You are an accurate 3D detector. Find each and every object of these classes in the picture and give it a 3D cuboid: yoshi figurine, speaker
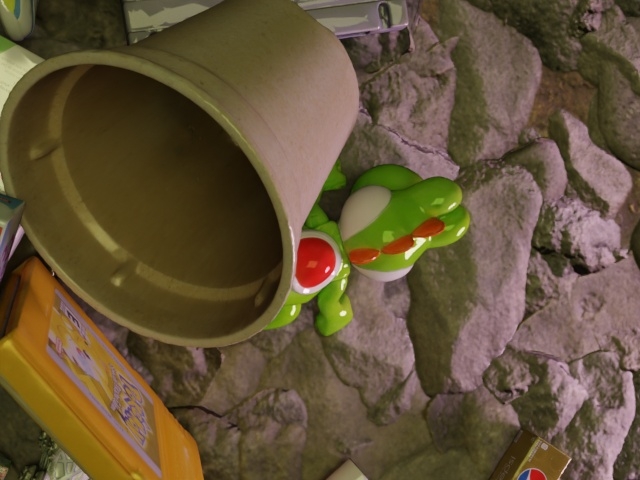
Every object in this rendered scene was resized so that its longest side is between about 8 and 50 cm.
[{"bbox_3d":[0.002,0.003,1.252,0.362,0.204,0.203,-17,56,3],"label":"yoshi figurine"},{"bbox_3d":[0.005,0.349,1.303,0.136,0.055,0.055,-41,100,-8],"label":"speaker"}]

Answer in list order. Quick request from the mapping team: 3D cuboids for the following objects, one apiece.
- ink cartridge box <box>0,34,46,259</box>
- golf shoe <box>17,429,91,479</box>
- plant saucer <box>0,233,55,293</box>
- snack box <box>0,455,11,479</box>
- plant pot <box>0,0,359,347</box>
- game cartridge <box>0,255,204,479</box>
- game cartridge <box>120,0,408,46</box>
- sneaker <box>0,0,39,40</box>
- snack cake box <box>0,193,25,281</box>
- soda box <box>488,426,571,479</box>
[{"bbox_3d":[-0.423,-0.060,1.114,0.207,0.119,0.354,29,86,-14],"label":"ink cartridge box"},{"bbox_3d":[-0.308,0.267,1.236,0.086,0.069,0.176,27,90,-32],"label":"golf shoe"},{"bbox_3d":[-0.449,-0.010,1.193,0.277,0.041,0.278,-1,92,-13],"label":"plant saucer"},{"bbox_3d":[-0.452,0.315,1.210,0.100,0.037,0.141,27,87,-11],"label":"snack box"},{"bbox_3d":[-0.115,-0.110,1.078,0.334,0.333,0.305,47,42,-10],"label":"plant pot"},{"bbox_3d":[-0.235,0.182,1.103,0.052,0.285,0.324,-39,109,0],"label":"game cartridge"},{"bbox_3d":[-0.078,-0.355,1.247,0.354,0.068,0.230,-9,91,-11],"label":"game cartridge"},{"bbox_3d":[-0.319,-0.355,1.177,0.126,0.091,0.240,-1,92,-13],"label":"sneaker"},{"bbox_3d":[-0.414,0.065,1.002,0.152,0.089,0.265,20,104,-9],"label":"snack cake box"},{"bbox_3d":[0.259,0.350,1.355,0.061,0.058,0.181,34,86,-12],"label":"soda box"}]
